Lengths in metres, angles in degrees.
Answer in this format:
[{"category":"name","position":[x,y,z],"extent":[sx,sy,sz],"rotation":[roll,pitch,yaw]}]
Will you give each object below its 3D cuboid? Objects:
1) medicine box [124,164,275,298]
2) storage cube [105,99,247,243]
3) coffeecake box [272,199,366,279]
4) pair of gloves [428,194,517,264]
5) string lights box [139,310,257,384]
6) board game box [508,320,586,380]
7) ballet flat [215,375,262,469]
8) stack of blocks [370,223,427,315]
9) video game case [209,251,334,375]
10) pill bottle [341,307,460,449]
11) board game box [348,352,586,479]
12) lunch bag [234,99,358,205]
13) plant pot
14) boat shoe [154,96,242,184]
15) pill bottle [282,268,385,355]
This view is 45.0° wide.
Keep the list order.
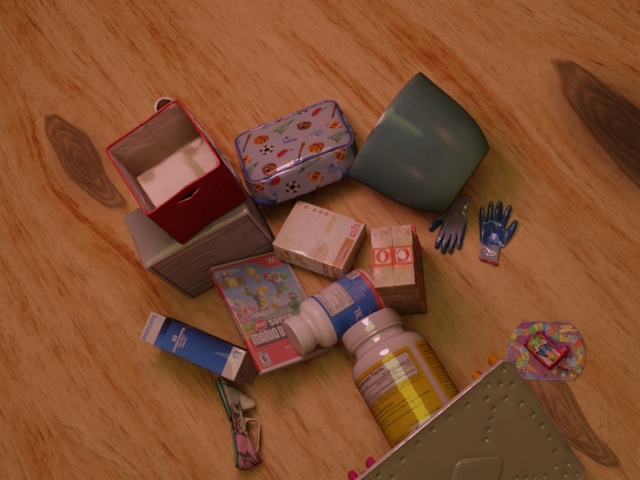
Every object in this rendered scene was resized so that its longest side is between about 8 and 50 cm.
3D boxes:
[{"category":"medicine box","position":[-0.271,-0.015,1.832],"extent":[0.264,0.289,0.149],"rotation":[-29,69,2]},{"category":"storage cube","position":[-0.296,-0.140,1.619],"extent":[0.184,0.193,0.215],"rotation":[-35,67,-1]},{"category":"coffeecake box","position":[0.000,0.000,1.871],"extent":[0.186,0.068,0.142],"rotation":[19,61,17]},{"category":"pair of gloves","position":[0.362,-0.031,1.846],"extent":[0.198,0.023,0.159],"rotation":[15,76,15]},{"category":"string lights box","position":[-0.281,0.256,1.830],"extent":[0.260,0.133,0.076],"rotation":[20,82,17]},{"category":"board game box","position":[0.505,0.243,1.721],"extent":[0.169,0.033,0.133],"rotation":[0,73,12]},{"category":"ballet flat","position":[-0.183,0.418,1.798],"extent":[0.079,0.077,0.221],"rotation":[-13,74,-12]},{"category":"stack of blocks","position":[0.175,0.054,1.711],"extent":[0.087,0.297,0.171],"rotation":[-6,72,10]},{"category":"video game case","position":[-0.115,0.163,1.820],"extent":[0.204,0.025,0.285],"rotation":[-14,64,-34]},{"category":"pill bottle","position":[0.188,0.321,1.681],"extent":[0.188,0.188,0.334],"rotation":[-31,69,1]},{"category":"board game box","position":[0.299,0.469,1.546],"extent":[0.390,0.390,0.050],"rotation":[-39,27,-2]},{"category":"lunch bag","position":[-0.054,-0.225,1.919],"extent":[0.303,0.115,0.243],"rotation":[-20,43,-1]},{"category":"plant pot","position":[0.245,-0.202,1.797],"extent":[0.235,0.293,0.293],"rotation":[36,83,7]},{"category":"boat shoe","position":[-0.325,-0.234,1.985],"extent":[0.136,0.156,0.367],"rotation":[-31,68,1]},{"category":"pill bottle","position":[0.028,0.168,1.768],"extent":[0.222,0.124,0.124],"rotation":[-31,68,-18]}]
